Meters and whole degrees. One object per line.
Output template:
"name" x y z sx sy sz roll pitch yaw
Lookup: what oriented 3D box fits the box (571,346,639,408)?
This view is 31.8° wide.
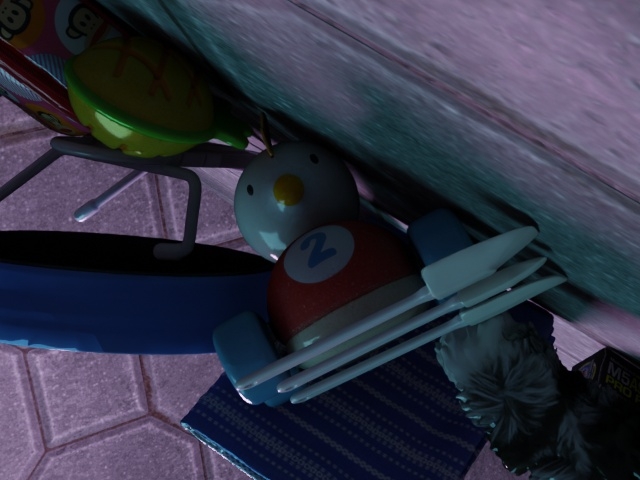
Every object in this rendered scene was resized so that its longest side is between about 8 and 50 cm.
"box" 0.351 0.265 1.111 0.270 0.216 0.060 33 139 -9

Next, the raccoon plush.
"raccoon plush" 0.332 0.195 0.960 0.446 0.216 0.299 53 -165 19

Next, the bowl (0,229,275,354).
"bowl" -0.226 0.045 1.196 0.391 0.077 0.391 5 -175 0

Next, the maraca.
"maraca" -0.140 -0.122 0.991 0.185 0.099 0.127 8 -144 -45

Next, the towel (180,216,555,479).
"towel" 0.061 0.125 1.083 0.243 0.336 0.040 31 140 14

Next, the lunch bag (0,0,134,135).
"lunch bag" -0.319 -0.221 1.099 0.258 0.120 0.293 38 172 -28

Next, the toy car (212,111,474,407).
"toy car" -0.010 -0.010 0.972 0.238 0.219 0.210 62 -179 11

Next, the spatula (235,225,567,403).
"spatula" 0.060 0.061 0.833 0.019 0.242 0.168 68 -167 18

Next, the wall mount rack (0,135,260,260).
"wall mount rack" -0.210 -0.054 1.248 0.304 0.130 0.350 12 -173 26
